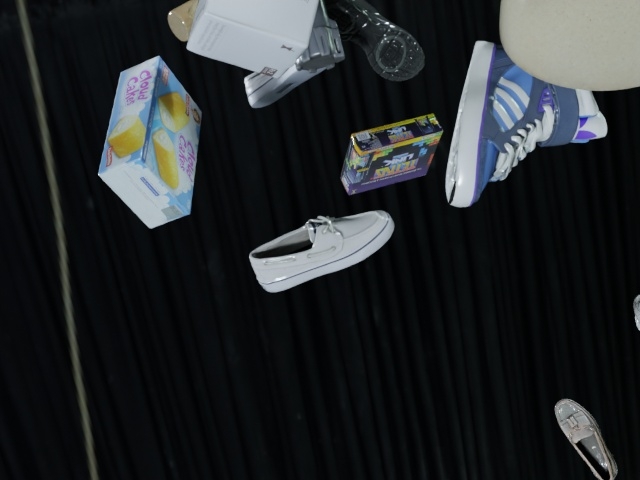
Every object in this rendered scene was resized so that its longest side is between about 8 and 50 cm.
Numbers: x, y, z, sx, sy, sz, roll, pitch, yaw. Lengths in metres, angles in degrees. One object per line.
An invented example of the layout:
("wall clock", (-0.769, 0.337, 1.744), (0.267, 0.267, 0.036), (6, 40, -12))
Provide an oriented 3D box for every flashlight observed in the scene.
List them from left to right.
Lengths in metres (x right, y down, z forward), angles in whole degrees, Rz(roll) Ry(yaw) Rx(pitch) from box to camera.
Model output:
("flashlight", (-0.045, -0.470, 1.807), (0.103, 0.304, 0.103), (-2, -17, -35))

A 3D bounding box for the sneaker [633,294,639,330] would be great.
("sneaker", (0.502, 0.075, 1.291), (0.110, 0.118, 0.292), (-20, -1, -3))

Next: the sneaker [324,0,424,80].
("sneaker", (0.101, -0.437, 1.937), (0.109, 0.286, 0.130), (-44, 31, 26))

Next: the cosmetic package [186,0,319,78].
("cosmetic package", (-0.088, -0.356, 1.350), (0.151, 0.183, 0.151), (16, -13, -15))

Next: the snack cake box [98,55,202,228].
("snack cake box", (-0.290, -0.173, 1.646), (0.089, 0.152, 0.264), (-19, 46, 20))

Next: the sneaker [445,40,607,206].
("sneaker", (0.333, -0.173, 1.474), (0.236, 0.130, 0.322), (13, 58, 3))

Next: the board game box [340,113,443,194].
("board game box", (0.131, -0.160, 1.768), (0.170, 0.141, 0.048), (-16, 61, -17))

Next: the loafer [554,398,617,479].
("loafer", (0.364, 0.274, 1.288), (0.045, 0.125, 0.039), (-34, -7, 14))

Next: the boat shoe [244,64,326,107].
("boat shoe", (-0.073, -0.385, 2.073), (0.258, 0.084, 0.095), (-27, -10, 30))

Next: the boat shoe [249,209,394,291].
("boat shoe", (0.000, 0.000, 1.700), (0.268, 0.088, 0.096), (-21, 37, 7))

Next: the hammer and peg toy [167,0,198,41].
("hammer and peg toy", (-0.233, -0.532, 1.551), (0.127, 0.361, 0.266), (-36, 15, -31))

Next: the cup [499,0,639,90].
("cup", (0.412, -0.414, 1.360), (0.331, 0.237, 0.331), (-9, 49, 11))
